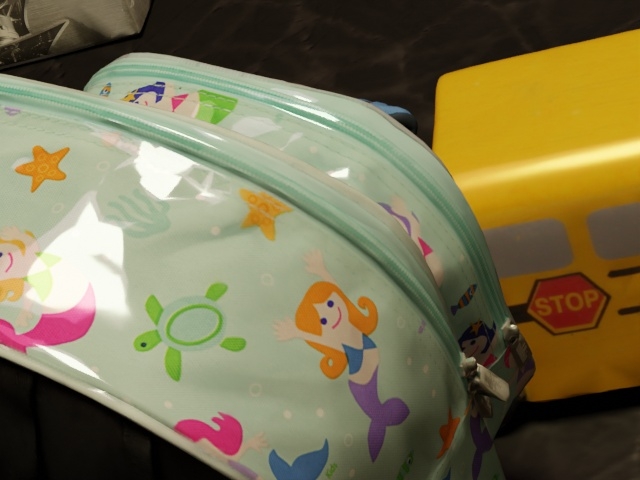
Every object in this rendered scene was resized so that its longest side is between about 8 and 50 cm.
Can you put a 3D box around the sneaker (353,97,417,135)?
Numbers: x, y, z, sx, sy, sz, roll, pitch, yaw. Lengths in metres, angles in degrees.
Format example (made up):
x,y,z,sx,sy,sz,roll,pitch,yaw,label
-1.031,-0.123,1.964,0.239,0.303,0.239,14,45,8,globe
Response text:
x,y,z,sx,sy,sz,roll,pitch,yaw,label
0.000,0.000,0.822,0.082,0.069,0.209,-4,40,19,sneaker

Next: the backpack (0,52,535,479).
x,y,z,sx,sy,sz,roll,pitch,yaw,label
-0.049,0.044,0.591,0.225,0.253,0.191,16,68,29,backpack

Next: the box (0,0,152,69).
x,y,z,sx,sy,sz,roll,pitch,yaw,label
-0.234,-0.221,1.092,0.183,0.231,0.056,-10,35,16,box

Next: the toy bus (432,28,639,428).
x,y,z,sx,sy,sz,roll,pitch,yaw,label
0.158,-0.017,0.703,0.333,0.130,0.108,-11,38,16,toy bus
